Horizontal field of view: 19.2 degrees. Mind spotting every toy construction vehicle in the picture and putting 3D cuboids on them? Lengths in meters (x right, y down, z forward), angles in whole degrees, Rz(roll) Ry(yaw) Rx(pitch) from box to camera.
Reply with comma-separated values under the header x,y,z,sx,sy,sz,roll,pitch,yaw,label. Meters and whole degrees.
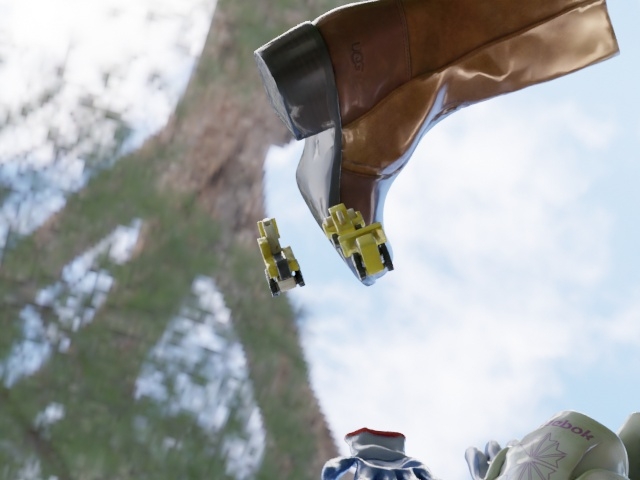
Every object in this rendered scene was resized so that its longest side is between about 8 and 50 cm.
x,y,z,sx,sy,sz,roll,pitch,yaw,label
0.000,0.000,1.283,0.086,0.035,0.098,-19,-155,1,toy construction vehicle

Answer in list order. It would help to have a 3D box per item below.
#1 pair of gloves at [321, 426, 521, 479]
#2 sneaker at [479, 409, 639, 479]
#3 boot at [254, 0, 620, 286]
x,y,z,sx,sy,sz,roll,pitch,yaw,label
0.100,0.171,1.415,0.198,0.023,0.159,4,-169,0,pair of gloves
0.083,0.168,0.949,0.114,0.152,0.305,12,-161,43,sneaker
0.108,-0.112,1.539,0.280,0.264,0.096,-25,-147,-8,boot
